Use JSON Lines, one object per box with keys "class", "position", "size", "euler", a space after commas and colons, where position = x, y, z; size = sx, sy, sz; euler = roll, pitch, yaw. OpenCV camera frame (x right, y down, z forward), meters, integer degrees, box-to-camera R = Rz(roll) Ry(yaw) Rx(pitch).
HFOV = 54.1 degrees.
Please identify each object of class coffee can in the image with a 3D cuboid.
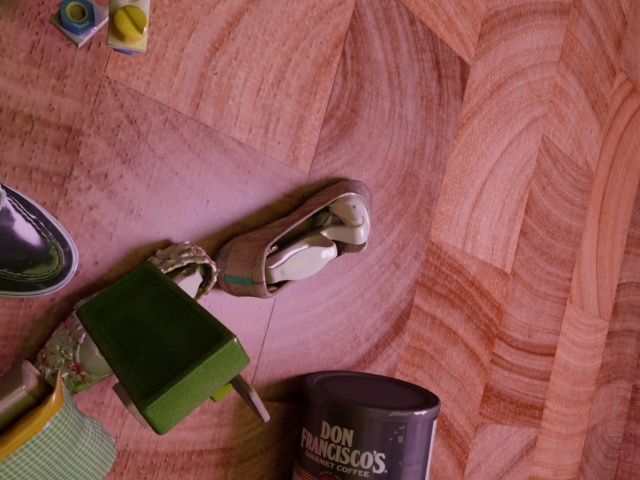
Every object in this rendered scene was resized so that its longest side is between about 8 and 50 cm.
{"class": "coffee can", "position": [0.057, 0.351, 0.916], "size": [0.202, 0.202, 0.275], "euler": [6, 92, -46]}

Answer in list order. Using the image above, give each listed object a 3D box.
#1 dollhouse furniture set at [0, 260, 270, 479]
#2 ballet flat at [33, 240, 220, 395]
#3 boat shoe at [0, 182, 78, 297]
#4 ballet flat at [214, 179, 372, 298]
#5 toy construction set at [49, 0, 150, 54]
{"class": "dollhouse furniture set", "position": [-0.208, 0.198, 0.584], "size": [0.302, 0.151, 0.197], "euler": [-38, 139, -20]}
{"class": "ballet flat", "position": [-0.208, 0.084, 0.694], "size": [0.241, 0.077, 0.091], "euler": [-47, 127, -30]}
{"class": "boat shoe", "position": [-0.330, -0.033, 0.531], "size": [0.306, 0.105, 0.113], "euler": [45, 65, -40]}
{"class": "ballet flat", "position": [0.000, 0.000, 0.872], "size": [0.316, 0.106, 0.107], "euler": [-33, 118, -38]}
{"class": "toy construction set", "position": [-0.192, -0.349, 0.591], "size": [0.215, 0.151, 0.327], "euler": [31, 64, -18]}
